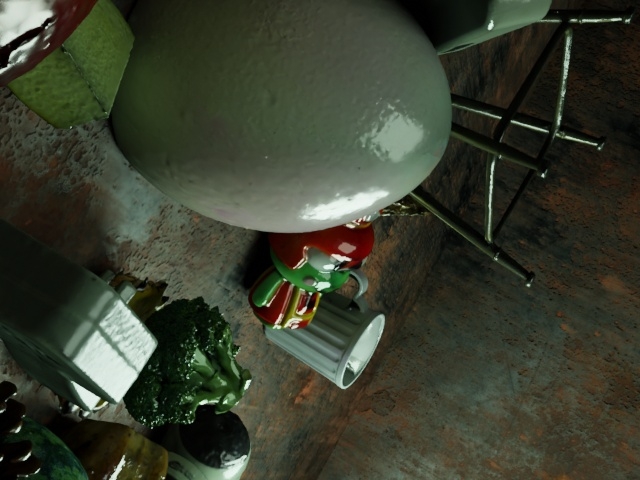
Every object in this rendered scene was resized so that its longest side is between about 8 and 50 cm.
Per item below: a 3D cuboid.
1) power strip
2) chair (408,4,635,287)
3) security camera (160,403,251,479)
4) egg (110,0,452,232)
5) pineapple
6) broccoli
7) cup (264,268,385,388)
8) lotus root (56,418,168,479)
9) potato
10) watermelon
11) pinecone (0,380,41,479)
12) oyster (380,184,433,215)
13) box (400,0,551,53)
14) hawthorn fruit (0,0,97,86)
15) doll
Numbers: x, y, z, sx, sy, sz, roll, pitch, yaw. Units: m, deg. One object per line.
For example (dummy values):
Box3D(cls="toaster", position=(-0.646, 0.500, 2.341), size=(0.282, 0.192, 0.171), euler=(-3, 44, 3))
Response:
Box3D(cls="power strip", position=(-0.257, 0.057, 0.814), size=(0.141, 0.230, 0.261), euler=(-56, 159, -20))
Box3D(cls="chair", position=(0.266, -0.216, 1.480), size=(0.364, 0.410, 0.362), euler=(-57, 156, -23))
Box3D(cls="security camera", position=(-0.228, 0.405, 1.435), size=(0.277, 0.197, 0.191), euler=(-44, 163, -57))
Box3D(cls="egg", position=(-0.013, -0.161, 0.985), size=(0.354, 0.340, 0.354), euler=(-49, 155, -32))
Box3D(cls="pineapple", position=(-0.283, 0.127, 1.074), size=(0.224, 0.076, 0.224), euler=(-55, 163, -26))
Box3D(cls="broccoli", position=(-0.177, 0.161, 1.069), size=(0.195, 0.156, 0.195), euler=(-47, -154, 31))
Box3D(cls="cup", position=(0.018, 0.157, 1.688), size=(0.221, 0.202, 0.167), euler=(-60, 161, -6))
Box3D(cls="lotus root", position=(-0.348, 0.379, 1.135), size=(0.291, 0.193, 0.193), euler=(-55, 160, -26))
Box3D(cls="potato", position=(-0.249, -0.198, 0.778), size=(0.149, 0.081, 0.120), euler=(66, 22, -46))
Box3D(cls="watermelon", position=(-0.355, 0.289, 0.990), size=(0.207, 0.202, 0.136), euler=(57, 39, -51))
Box3D(cls="pinecone", position=(-0.366, 0.202, 0.790), size=(0.207, 0.208, 0.207), euler=(-51, 158, -30))
Box3D(cls="oyster", position=(0.122, -0.090, 1.666), size=(0.396, 0.204, 0.110), euler=(-16, 103, -66))
Box3D(cls="box", position=(0.128, -0.399, 0.906), size=(0.367, 0.091, 0.372), euler=(-138, -144, -81))
Box3D(cls="hawthorn fruit", position=(-0.231, -0.218, 0.445), size=(0.316, 0.316, 0.316), euler=(-51, 158, -30))
Box3D(cls="doll", position=(0.000, 0.001, 1.466), size=(0.183, 0.160, 0.363), euler=(4, 134, -48))
